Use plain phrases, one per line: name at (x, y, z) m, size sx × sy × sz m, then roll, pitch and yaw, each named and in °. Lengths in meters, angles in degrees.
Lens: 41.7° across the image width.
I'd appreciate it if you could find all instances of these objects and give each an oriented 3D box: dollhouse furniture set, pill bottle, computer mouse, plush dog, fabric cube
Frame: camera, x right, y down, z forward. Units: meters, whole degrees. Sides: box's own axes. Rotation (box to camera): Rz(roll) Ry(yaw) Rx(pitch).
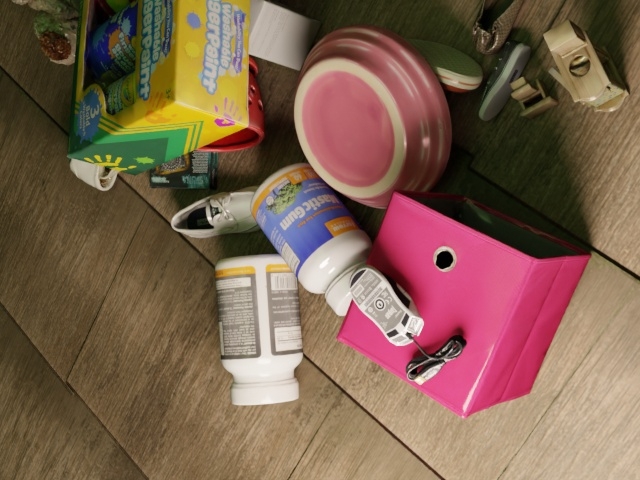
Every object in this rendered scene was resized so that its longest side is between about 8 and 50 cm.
dollhouse furniture set at (0.357, -0.230, 1.282) m, size 0.161 × 0.182 × 0.101 m, roll -29°, pitch 72°, yaw 31°
pill bottle at (0.000, 0.000, 1.549) m, size 0.152 × 0.152 × 0.272 m, roll -49°, pitch 64°, yaw 24°
computer mouse at (0.118, 0.111, 1.220) m, size 0.193 × 0.042 × 0.106 m, roll 51°, pitch 124°, yaw 17°
plush dog at (-0.609, -0.530, 1.994) m, size 0.211 × 0.262 × 0.225 m, roll 0°, pitch 103°, yaw -5°
pill bottle at (-0.117, 0.170, 1.622) m, size 0.162 × 0.162 × 0.278 m, roll -7°, pitch 84°, yaw 35°
fabric cube at (0.225, 0.087, 1.322) m, size 0.254 × 0.259 × 0.258 m, roll 30°, pitch 107°, yaw 31°

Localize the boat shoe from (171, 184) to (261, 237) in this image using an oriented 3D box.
boat shoe at (-0.200, -0.053, 1.735) m, size 0.258 × 0.084 × 0.095 m, roll -20°, pitch 77°, yaw 34°

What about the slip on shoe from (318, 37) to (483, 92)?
slip on shoe at (0.138, -0.298, 1.495) m, size 0.331 × 0.123 × 0.101 m, roll 15°, pitch 122°, yaw 34°

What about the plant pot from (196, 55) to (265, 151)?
plant pot at (-0.205, -0.284, 1.689) m, size 0.191 × 0.191 × 0.174 m, roll -10°, pitch 74°, yaw 35°

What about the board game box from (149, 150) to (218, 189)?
board game box at (-0.301, -0.175, 1.847) m, size 0.186 × 0.026 × 0.126 m, roll 5°, pitch 92°, yaw 35°

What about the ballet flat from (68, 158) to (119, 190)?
ballet flat at (-0.436, -0.269, 1.895) m, size 0.139 × 0.139 × 0.400 m, roll 54°, pitch 124°, yaw 24°

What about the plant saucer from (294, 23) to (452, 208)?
plant saucer at (0.070, -0.203, 1.469) m, size 0.332 × 0.084 × 0.332 m, roll 24°, pitch 127°, yaw 35°

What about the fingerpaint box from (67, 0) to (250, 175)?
fingerpaint box at (-0.301, -0.387, 1.555) m, size 0.371 × 0.163 × 0.444 m, roll -13°, pitch 71°, yaw 45°

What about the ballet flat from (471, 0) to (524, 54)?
ballet flat at (0.312, -0.431, 1.395) m, size 0.084 × 0.058 × 0.249 m, roll 31°, pitch 106°, yaw 31°

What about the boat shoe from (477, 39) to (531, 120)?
boat shoe at (0.301, -0.269, 1.409) m, size 0.040 × 0.049 × 0.142 m, roll 37°, pitch 103°, yaw 36°

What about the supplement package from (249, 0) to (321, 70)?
supplement package at (-0.104, -0.409, 1.617) m, size 0.105 × 0.179 × 0.105 m, roll 35°, pitch 107°, yaw 31°
